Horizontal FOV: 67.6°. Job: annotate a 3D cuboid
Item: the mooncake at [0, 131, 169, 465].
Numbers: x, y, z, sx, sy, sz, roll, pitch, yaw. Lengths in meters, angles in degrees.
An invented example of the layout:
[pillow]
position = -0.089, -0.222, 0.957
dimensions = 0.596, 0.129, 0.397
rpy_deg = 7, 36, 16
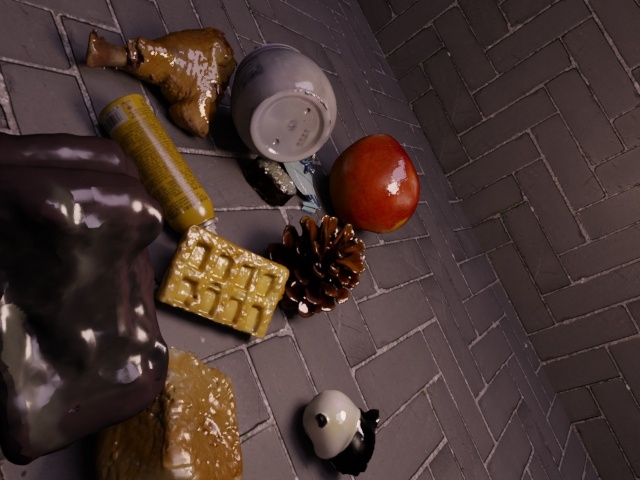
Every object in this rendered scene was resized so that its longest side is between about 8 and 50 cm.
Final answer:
[mooncake]
position = -0.335, 0.046, 0.619
dimensions = 0.212, 0.381, 0.350
rpy_deg = -12, 33, -42

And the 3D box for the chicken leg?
[chicken leg]
position = -0.357, -0.392, 1.159
dimensions = 0.409, 0.182, 0.295
rpy_deg = -13, 92, -53

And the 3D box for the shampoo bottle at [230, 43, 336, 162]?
[shampoo bottle]
position = -0.101, -0.363, 1.267
dimensions = 0.273, 0.273, 0.266
rpy_deg = 31, 29, -38

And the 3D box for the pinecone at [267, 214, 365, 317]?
[pinecone]
position = -0.007, 0.048, 1.189
dimensions = 0.264, 0.264, 0.264
rpy_deg = 34, 40, -35

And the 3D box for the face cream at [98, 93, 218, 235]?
[face cream]
position = -0.328, -0.135, 1.020
dimensions = 0.348, 0.105, 0.105
rpy_deg = 57, 32, -4

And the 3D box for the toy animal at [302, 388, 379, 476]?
[toy animal]
position = 0.040, 0.415, 1.073
dimensions = 0.179, 0.138, 0.166
rpy_deg = 39, 17, -17

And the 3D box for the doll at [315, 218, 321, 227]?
[doll]
position = 0.000, 0.000, 1.405
dimensions = 0.096, 0.070, 0.195
rpy_deg = 61, 35, -28

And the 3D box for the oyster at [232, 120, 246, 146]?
[oyster]
position = -0.204, -0.331, 1.407
dimensions = 0.103, 0.051, 0.148
rpy_deg = -9, 82, -49

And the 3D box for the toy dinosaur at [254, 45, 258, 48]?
[toy dinosaur]
position = -0.149, -0.652, 1.778
dimensions = 0.179, 0.087, 0.187
rpy_deg = 17, 22, 0

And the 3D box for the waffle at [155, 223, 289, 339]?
[waffle]
position = -0.197, 0.091, 0.999
dimensions = 0.274, 0.057, 0.168
rpy_deg = 29, 72, -38

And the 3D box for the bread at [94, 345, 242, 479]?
[bread]
position = -0.234, 0.299, 0.733
dimensions = 0.195, 0.176, 0.246
rpy_deg = 53, 14, -45

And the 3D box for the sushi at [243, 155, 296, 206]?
[sushi]
position = -0.138, -0.167, 1.335
dimensions = 0.150, 0.078, 0.090
rpy_deg = 44, 35, -13

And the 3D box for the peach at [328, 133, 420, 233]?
[peach]
position = 0.177, -0.190, 1.578
dimensions = 0.308, 0.308, 0.332
rpy_deg = 15, 84, -49

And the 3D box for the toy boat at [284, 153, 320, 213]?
[toy boat]
position = -0.060, -0.235, 1.521
dimensions = 0.291, 0.070, 0.210
rpy_deg = 59, 36, -7
